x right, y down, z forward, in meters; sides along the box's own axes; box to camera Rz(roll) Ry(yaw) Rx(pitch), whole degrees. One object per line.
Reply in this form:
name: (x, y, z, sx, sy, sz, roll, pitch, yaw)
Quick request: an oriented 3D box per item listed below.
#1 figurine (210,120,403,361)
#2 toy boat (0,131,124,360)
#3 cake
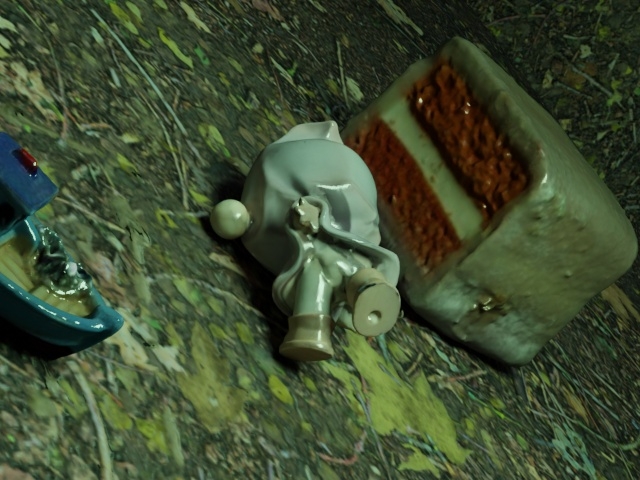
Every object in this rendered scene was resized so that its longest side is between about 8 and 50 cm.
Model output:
figurine: (0.000, -0.001, 1.391, 0.200, 0.133, 0.276, 19, 30, -25)
toy boat: (-0.218, -0.016, 1.014, 0.223, 0.097, 0.100, 46, 23, -5)
cake: (0.185, -0.049, 1.732, 0.230, 0.237, 0.309, 32, 23, -46)
